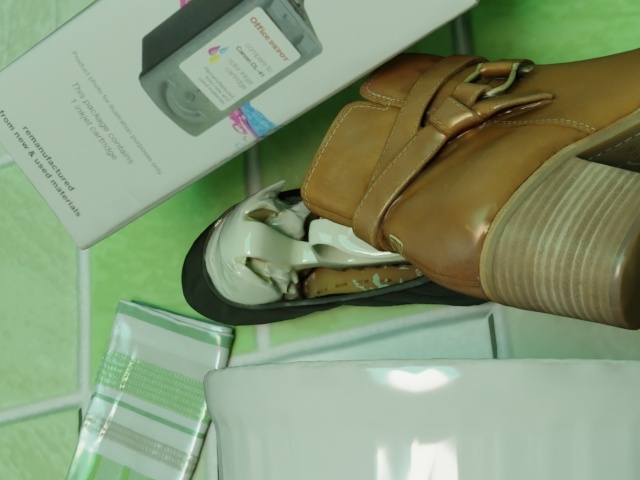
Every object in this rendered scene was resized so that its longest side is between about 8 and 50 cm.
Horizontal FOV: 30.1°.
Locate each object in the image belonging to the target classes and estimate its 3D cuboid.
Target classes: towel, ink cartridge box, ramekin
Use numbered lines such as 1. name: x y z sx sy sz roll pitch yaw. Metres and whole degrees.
1. towel: -0.130 0.125 0.882 0.113 0.023 0.152 12 82 35
2. ink cartridge box: -0.045 -0.150 0.786 0.306 0.226 0.131 -31 104 22
3. ramekin: 0.078 0.134 0.603 0.277 0.277 0.135 -5 80 31

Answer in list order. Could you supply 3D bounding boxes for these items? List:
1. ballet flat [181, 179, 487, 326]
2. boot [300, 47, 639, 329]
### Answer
1. ballet flat: 0.000 0.000 0.795 0.280 0.096 0.095 -8 72 31
2. boot: 0.143 -0.074 0.683 0.220 0.109 0.283 19 60 41
